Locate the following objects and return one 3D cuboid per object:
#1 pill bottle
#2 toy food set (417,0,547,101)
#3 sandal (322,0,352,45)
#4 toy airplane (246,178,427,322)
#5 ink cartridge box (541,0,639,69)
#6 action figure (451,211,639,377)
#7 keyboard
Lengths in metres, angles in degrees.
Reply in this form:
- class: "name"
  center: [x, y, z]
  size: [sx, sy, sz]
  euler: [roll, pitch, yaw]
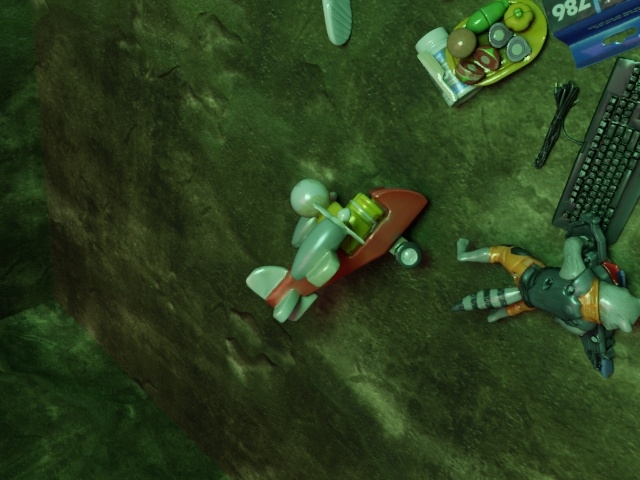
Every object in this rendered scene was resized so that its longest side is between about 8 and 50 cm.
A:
- class: "pill bottle"
  center: [0.245, -0.332, 1.126]
  size: [0.078, 0.078, 0.137]
  euler: [-37, 82, 46]
- class: "toy food set"
  center: [0.285, -0.342, 1.029]
  size: [0.218, 0.071, 0.128]
  euler: [-30, 85, 21]
- class: "sandal"
  center: [0.008, -0.547, 1.236]
  size: [0.076, 0.102, 0.265]
  euler: [15, 120, 36]
- class: "toy airplane"
  center: [0.000, 0.000, 1.293]
  size: [0.386, 0.384, 0.272]
  euler: [-15, 108, 48]
- class: "ink cartridge box"
  center: [0.420, -0.449, 0.919]
  size: [0.165, 0.065, 0.332]
  euler: [-16, 98, 45]
- class: "action figure"
  center: [0.430, 0.131, 1.094]
  size: [0.330, 0.179, 0.341]
  euler: [1, 115, 54]
- class: "keyboard"
  center: [0.473, -0.159, 1.026]
  size: [0.202, 0.033, 0.317]
  euler: [30, 126, 31]
